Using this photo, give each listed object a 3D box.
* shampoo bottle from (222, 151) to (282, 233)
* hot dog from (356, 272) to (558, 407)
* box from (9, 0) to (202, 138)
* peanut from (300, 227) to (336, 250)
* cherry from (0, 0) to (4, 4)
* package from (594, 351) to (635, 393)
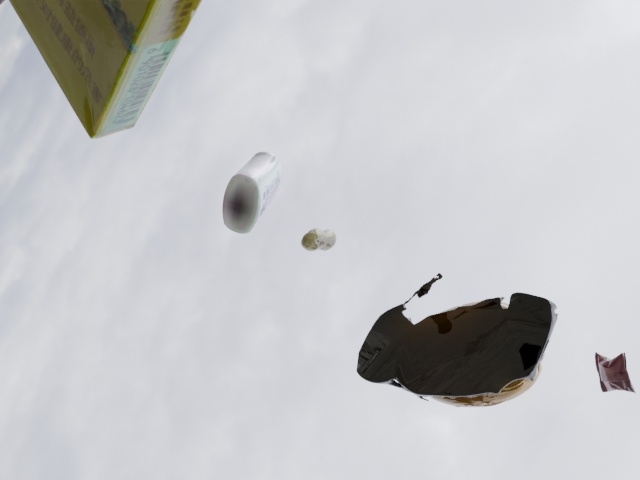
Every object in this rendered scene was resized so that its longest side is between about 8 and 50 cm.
[{"bbox_3d":[-0.076,-0.060,0.793,0.099,0.043,0.072,-63,169,-59],"label":"shampoo bottle"},{"bbox_3d":[0.221,0.163,1.055,0.326,0.107,0.194,5,-110,50],"label":"hot dog"},{"bbox_3d":[-0.112,-0.185,0.359,0.153,0.041,0.279,59,-37,5],"label":"box"},{"bbox_3d":[0.000,0.000,1.083,0.037,0.083,0.037,-1,-91,30],"label":"peanut"},{"bbox_3d":[-0.449,-0.394,1.204,0.107,0.225,0.090,-32,-122,53],"label":"cherry"},{"bbox_3d":[0.416,0.187,0.974,0.083,0.029,0.059,126,-46,-78],"label":"package"}]
